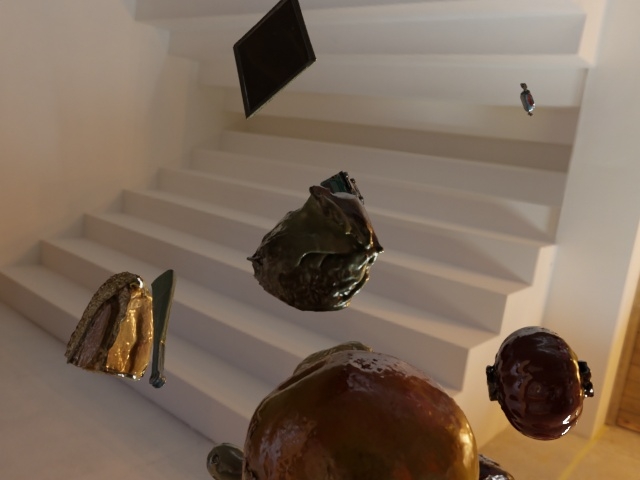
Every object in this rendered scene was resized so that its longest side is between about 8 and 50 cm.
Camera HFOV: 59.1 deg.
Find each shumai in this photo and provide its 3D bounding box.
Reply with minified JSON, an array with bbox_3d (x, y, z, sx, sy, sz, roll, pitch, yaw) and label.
[{"bbox_3d":[-0.003,0.002,0.783,0.184,0.142,0.184,14,-150,-8],"label":"shumai"}]

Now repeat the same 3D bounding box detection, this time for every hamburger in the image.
[{"bbox_3d":[-0.406,0.172,1.144,0.135,0.208,0.155,3,164,26],"label":"hamburger"}]

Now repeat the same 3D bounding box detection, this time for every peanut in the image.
[{"bbox_3d":[0.034,0.415,1.781,0.313,0.152,0.152,-22,174,29],"label":"peanut"}]

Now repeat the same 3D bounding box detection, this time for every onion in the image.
[{"bbox_3d":[0.397,0.690,1.593,0.207,0.216,0.206,36,172,-25],"label":"onion"}]

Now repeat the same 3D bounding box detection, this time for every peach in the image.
[{"bbox_3d":[0.067,0.353,0.854,0.372,0.373,0.290,3,164,-26],"label":"peach"}]

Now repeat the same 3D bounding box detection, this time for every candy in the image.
[{"bbox_3d":[0.462,-0.313,1.257,0.020,0.083,0.030,-28,-151,0],"label":"candy"}]

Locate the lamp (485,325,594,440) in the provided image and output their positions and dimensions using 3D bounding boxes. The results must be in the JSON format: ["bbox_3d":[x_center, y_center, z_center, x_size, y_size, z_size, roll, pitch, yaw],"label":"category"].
[{"bbox_3d":[0.197,0.129,0.511,0.090,0.101,0.101,-5,-175,17],"label":"lamp"}]

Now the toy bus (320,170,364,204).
[{"bbox_3d":[0.063,-0.132,1.594,0.091,0.079,0.160,-26,167,13],"label":"toy bus"}]

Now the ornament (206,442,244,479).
[{"bbox_3d":[-0.144,0.433,1.063,0.156,0.081,0.075,6,-151,24],"label":"ornament"}]

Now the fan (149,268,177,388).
[{"bbox_3d":[-0.189,0.100,0.668,0.038,0.016,0.193,-32,-146,10],"label":"fan"}]

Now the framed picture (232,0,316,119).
[{"bbox_3d":[-0.101,-0.392,1.182,0.014,0.197,0.252,27,-141,-44],"label":"framed picture"}]
